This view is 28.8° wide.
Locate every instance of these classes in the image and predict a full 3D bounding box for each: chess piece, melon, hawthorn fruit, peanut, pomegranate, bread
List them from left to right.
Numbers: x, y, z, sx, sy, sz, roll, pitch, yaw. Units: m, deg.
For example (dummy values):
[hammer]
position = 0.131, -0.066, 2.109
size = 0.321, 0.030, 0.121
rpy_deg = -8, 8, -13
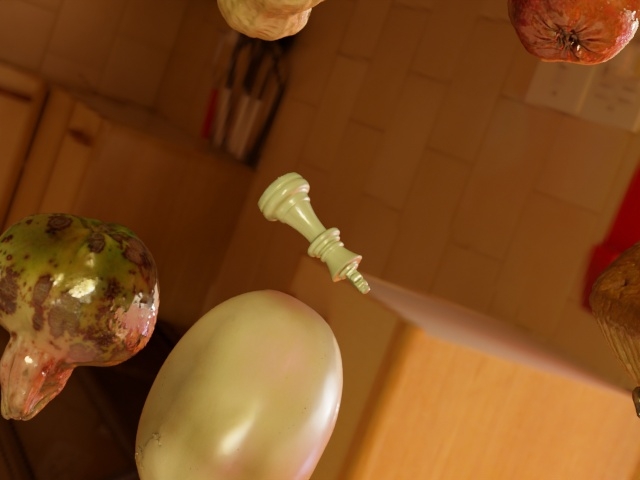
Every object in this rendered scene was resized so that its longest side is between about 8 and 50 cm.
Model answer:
[pomegranate]
position = -0.195, 0.053, 0.945
size = 0.138, 0.163, 0.125
rpy_deg = 24, 146, 1
[melon]
position = -0.097, 0.210, 1.517
size = 0.223, 0.317, 0.223
rpy_deg = 24, 157, 11
[peanut]
position = -0.051, -0.328, 1.616
size = 0.123, 0.123, 0.257
rpy_deg = 18, 171, -23
[chess piece]
position = 0.000, 0.000, 1.304
size = 0.149, 0.059, 0.059
rpy_deg = 50, -166, 14
[hawthorn fruit]
position = 0.346, -0.339, 1.692
size = 0.179, 0.200, 0.179
rpy_deg = 10, 142, 8
[bread]
position = 0.401, 0.069, 1.246
size = 0.142, 0.227, 0.253
rpy_deg = 62, 179, -22

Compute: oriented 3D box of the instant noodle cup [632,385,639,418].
[instant noodle cup]
position = 0.328, 0.049, 0.861
size = 0.090, 0.274, 0.274
rpy_deg = 56, 173, -19
